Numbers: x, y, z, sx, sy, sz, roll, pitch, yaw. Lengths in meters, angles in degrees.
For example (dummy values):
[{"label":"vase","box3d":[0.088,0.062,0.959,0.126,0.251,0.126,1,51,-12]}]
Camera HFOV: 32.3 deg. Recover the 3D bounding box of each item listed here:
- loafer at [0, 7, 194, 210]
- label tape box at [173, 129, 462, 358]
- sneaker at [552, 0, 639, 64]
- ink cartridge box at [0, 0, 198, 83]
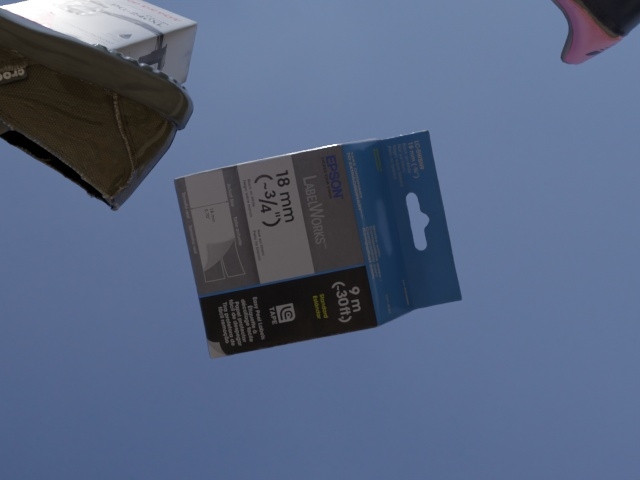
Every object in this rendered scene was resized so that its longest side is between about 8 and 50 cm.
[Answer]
[{"label":"loafer","box3d":[-0.189,-0.081,0.560,0.251,0.094,0.087,19,-92,-21]},{"label":"label tape box","box3d":[0.000,0.000,1.436,0.106,0.333,0.241,-32,-70,-84]},{"label":"sneaker","box3d":[0.083,-0.237,0.704,0.112,0.319,0.131,-29,-25,-55]},{"label":"ink cartridge box","box3d":[-0.192,-0.166,0.948,0.150,0.109,0.063,-38,-31,-58]}]
